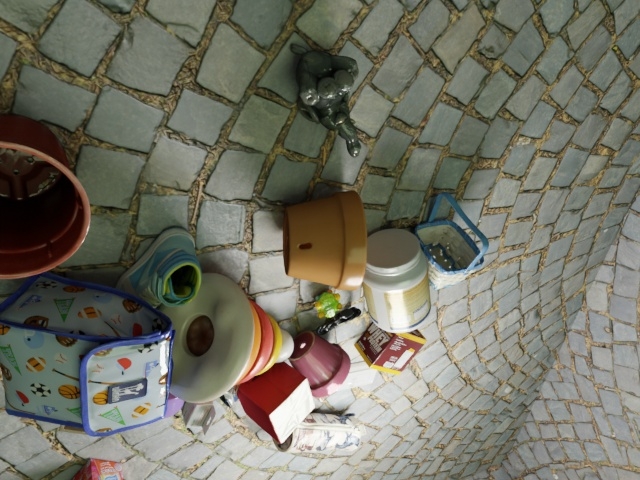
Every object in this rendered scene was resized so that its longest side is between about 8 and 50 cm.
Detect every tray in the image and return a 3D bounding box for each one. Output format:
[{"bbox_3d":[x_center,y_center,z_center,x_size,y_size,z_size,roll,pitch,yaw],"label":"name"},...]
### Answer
[{"bbox_3d":[0.134,0.578,1.953,0.270,0.030,0.145,-3,123,-28],"label":"tray"}]

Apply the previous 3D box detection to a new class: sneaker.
[{"bbox_3d":[-0.431,0.136,1.216,0.127,0.208,0.319,27,106,-40],"label":"sneaker"},{"bbox_3d":[-0.329,0.487,1.612,0.081,0.080,0.211,-39,136,-32],"label":"sneaker"}]

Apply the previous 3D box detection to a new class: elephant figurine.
[{"bbox_3d":[0.018,-0.349,1.186,0.169,0.186,0.239,1,157,9],"label":"elephant figurine"}]

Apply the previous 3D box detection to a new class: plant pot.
[{"bbox_3d":[0.000,0.000,1.340,0.203,0.291,0.291,0,122,-11],"label":"plant pot"},{"bbox_3d":[-0.021,0.430,1.672,0.201,0.201,0.180,-40,116,1],"label":"plant pot"},{"bbox_3d":[-0.608,-0.112,0.908,0.272,0.265,0.272,-15,128,-20],"label":"plant pot"}]

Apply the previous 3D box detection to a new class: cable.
[{"bbox_3d":[0.067,0.290,1.662,0.150,0.047,0.184,-40,167,32],"label":"cable"}]

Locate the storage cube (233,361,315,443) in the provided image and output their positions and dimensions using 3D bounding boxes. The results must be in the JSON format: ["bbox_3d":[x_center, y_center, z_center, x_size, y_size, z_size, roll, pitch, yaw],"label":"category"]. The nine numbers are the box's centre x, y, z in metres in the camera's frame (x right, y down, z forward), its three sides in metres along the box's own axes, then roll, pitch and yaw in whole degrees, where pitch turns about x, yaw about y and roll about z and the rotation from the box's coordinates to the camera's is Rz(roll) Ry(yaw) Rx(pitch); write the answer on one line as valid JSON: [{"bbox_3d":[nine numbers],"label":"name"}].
[{"bbox_3d":[-0.157,0.547,1.626,0.183,0.193,0.215,-39,134,-31],"label":"storage cube"}]

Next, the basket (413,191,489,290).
[{"bbox_3d":[0.441,0.009,1.600,0.201,0.255,0.289,-15,146,-18],"label":"basket"}]

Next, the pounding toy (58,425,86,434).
[{"bbox_3d":[-0.691,0.497,1.403,0.130,0.100,0.141,19,109,-22],"label":"pounding toy"}]

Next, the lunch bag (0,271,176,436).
[{"bbox_3d":[-0.561,0.295,1.148,0.385,0.239,0.328,13,120,-4],"label":"lunch bag"}]

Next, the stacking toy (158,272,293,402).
[{"bbox_3d":[-0.241,0.309,1.439,0.350,0.350,0.480,-48,150,8],"label":"stacking toy"}]

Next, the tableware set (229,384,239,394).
[{"bbox_3d":[-0.304,0.434,1.554,0.104,0.024,0.154,33,63,-41],"label":"tableware set"}]

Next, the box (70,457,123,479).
[{"bbox_3d":[-0.795,0.880,1.571,0.257,0.128,0.122,-48,131,8],"label":"box"}]

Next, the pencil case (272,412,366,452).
[{"bbox_3d":[-0.013,0.791,1.926,0.410,0.160,0.183,19,127,-37],"label":"pencil case"}]

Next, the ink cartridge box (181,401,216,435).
[{"bbox_3d":[-0.407,0.533,1.517,0.060,0.180,0.104,14,112,-36],"label":"ink cartridge box"}]

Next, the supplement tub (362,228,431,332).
[{"bbox_3d":[0.256,0.139,1.590,0.228,0.228,0.316,-25,130,-12],"label":"supplement tub"}]

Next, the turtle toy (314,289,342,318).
[{"bbox_3d":[0.024,0.226,1.627,0.095,0.066,0.130,-23,130,-12],"label":"turtle toy"}]

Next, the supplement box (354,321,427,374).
[{"bbox_3d":[0.280,0.409,1.854,0.191,0.129,0.194,25,107,-38],"label":"supplement box"}]

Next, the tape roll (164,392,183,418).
[{"bbox_3d":[-0.494,0.438,1.398,0.189,0.189,0.080,7,116,-33],"label":"tape roll"}]
